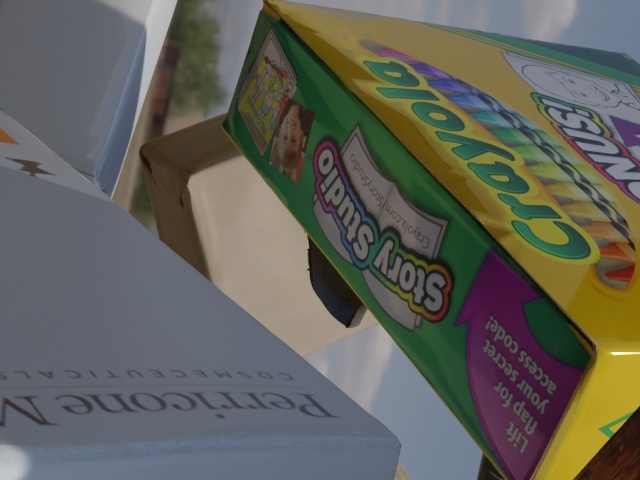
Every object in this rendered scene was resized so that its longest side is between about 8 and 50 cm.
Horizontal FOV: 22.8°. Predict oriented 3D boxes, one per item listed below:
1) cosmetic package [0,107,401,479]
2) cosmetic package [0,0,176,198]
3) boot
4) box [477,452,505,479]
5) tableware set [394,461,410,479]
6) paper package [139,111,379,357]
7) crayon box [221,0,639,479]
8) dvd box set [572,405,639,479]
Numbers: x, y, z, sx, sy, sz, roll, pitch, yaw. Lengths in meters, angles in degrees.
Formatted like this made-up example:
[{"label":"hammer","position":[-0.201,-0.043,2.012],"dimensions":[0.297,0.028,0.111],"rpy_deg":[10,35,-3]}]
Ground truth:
[{"label":"cosmetic package","position":[-0.195,0.052,0.678],"dimensions":[0.453,0.230,0.161],"rpy_deg":[35,-65,49]},{"label":"cosmetic package","position":[-0.233,-0.236,1.623],"dimensions":[0.197,0.155,0.365],"rpy_deg":[120,-12,-79]},{"label":"boot","position":[0.000,0.000,1.792],"dimensions":[0.219,0.082,0.106],"rpy_deg":[46,-62,37]},{"label":"box","position":[0.219,0.181,1.079],"dimensions":[0.180,0.147,0.077],"rpy_deg":[37,-46,36]},{"label":"tableware set","position":[0.026,0.308,1.692],"dimensions":[0.194,0.128,0.039],"rpy_deg":[-52,-174,-32]},{"label":"paper package","position":[-0.031,-0.023,2.041],"dimensions":[0.168,0.325,0.309],"rpy_deg":[32,-41,57]},{"label":"crayon box","position":[0.158,-0.006,0.951],"dimensions":[0.363,0.313,0.106],"rpy_deg":[50,-54,45]},{"label":"dvd box set","position":[0.089,0.252,0.537],"dimensions":[0.420,0.062,0.307],"rpy_deg":[-47,-152,-4]}]
